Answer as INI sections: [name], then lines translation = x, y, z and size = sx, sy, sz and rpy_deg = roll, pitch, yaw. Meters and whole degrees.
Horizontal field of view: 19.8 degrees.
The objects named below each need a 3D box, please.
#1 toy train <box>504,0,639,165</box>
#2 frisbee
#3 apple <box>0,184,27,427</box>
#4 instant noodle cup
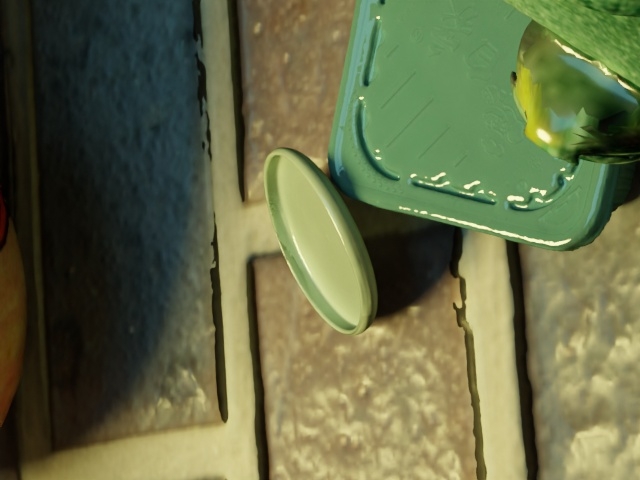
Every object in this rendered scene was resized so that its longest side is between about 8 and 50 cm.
[toy train]
translation = 0.094, -0.212, 0.806
size = 0.397, 0.160, 0.253
rpy_deg = 36, 73, 22
[frisbee]
translation = 0.000, 0.000, 0.991
size = 0.110, 0.014, 0.110
rpy_deg = 54, 159, 32
[apple]
translation = -0.380, 0.028, 1.106
size = 0.346, 0.391, 0.392
rpy_deg = 23, 101, 66
[instant noodle cup]
translation = 0.095, -0.082, 0.925
size = 0.179, 0.070, 0.157
rpy_deg = 16, 96, 39
